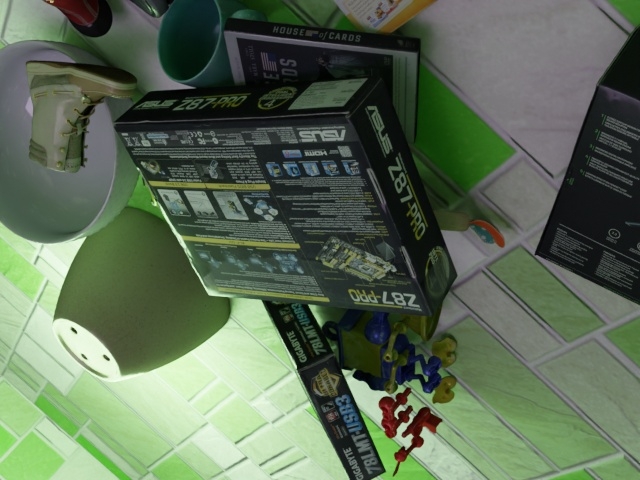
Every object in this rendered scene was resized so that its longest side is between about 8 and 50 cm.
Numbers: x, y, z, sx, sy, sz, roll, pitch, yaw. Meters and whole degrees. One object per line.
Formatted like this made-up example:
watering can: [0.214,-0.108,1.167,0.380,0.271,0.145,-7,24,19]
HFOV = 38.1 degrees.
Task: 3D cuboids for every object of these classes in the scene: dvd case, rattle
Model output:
dvd case: [0.006,-0.200,1.177,0.239,0.029,0.179,8,150,9]
rattle: [0.158,-0.069,1.271,0.200,0.142,0.130,3,165,21]

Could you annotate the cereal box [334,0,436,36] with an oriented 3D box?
cereal box: [0.043,-0.357,1.049,0.240,0.047,0.173,50,144,-12]

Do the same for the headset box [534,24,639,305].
headset box: [0.392,-0.059,0.977,0.246,0.131,0.283,27,143,19]

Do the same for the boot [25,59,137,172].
boot: [-0.362,-0.183,1.395,0.213,0.077,0.165,12,104,32]

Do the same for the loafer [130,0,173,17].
loafer: [-0.286,-0.417,1.266,0.302,0.095,0.109,43,172,22]

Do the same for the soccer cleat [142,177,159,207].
soccer cleat: [-0.191,-0.044,1.575,0.121,0.093,0.289,-12,122,38]

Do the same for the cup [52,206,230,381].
cup: [-0.380,0.133,1.806,0.331,0.237,0.331,25,142,22]

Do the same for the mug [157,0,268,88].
mug: [-0.133,-0.260,1.242,0.158,0.097,0.129,34,108,38]

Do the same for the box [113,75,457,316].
box: [-0.049,-0.053,1.224,0.395,0.097,0.318,2,130,37]

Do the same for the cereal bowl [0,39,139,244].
cereal bowl: [-0.429,-0.167,1.557,0.339,0.141,0.338,6,102,28]

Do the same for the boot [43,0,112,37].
boot: [-0.408,-0.408,1.386,0.244,0.088,0.176,52,-175,24]

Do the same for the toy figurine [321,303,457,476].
toy figurine: [0.077,0.175,1.484,0.217,0.191,0.362,24,141,30]

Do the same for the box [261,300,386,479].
box: [-0.007,0.211,1.538,0.293,0.073,0.295,-119,4,-53]
